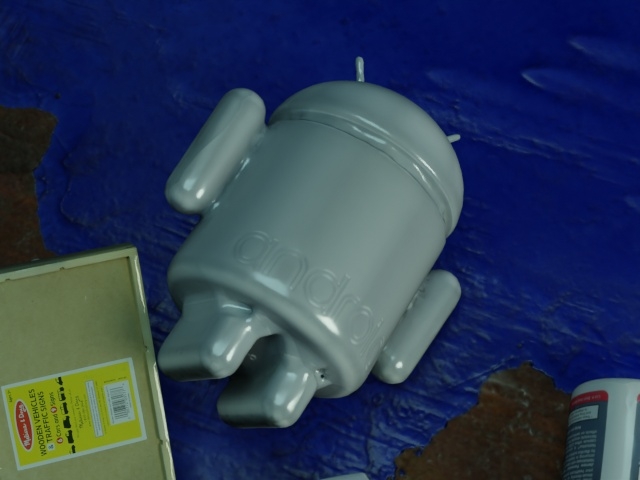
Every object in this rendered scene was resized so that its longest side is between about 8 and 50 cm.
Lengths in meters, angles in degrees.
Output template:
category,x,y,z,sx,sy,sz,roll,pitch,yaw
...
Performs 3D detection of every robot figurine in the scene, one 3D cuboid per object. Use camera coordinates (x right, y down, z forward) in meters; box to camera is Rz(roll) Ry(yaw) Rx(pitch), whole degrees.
category,x,y,z,sx,sy,sz,roll,pitch,yaw
robot figurine,0.000,0.000,1.238,0.300,0.200,0.353,42,64,-23

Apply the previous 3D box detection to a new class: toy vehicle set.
category,x,y,z,sx,sy,sz,roll,pitch,yaw
toy vehicle set,-0.219,0.148,1.183,0.166,0.035,0.266,-11,100,-17

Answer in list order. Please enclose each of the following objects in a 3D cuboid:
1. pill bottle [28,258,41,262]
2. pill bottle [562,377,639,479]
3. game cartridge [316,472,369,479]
category,x,y,z,sx,sy,sz,roll,pitch,yaw
pill bottle,-0.316,0.138,1.242,0.246,0.136,0.136,-36,67,-11
pill bottle,0.258,0.217,1.168,0.108,0.108,0.180,8,66,9
game cartridge,-0.055,0.330,1.175,0.294,0.060,0.196,-27,69,-8
